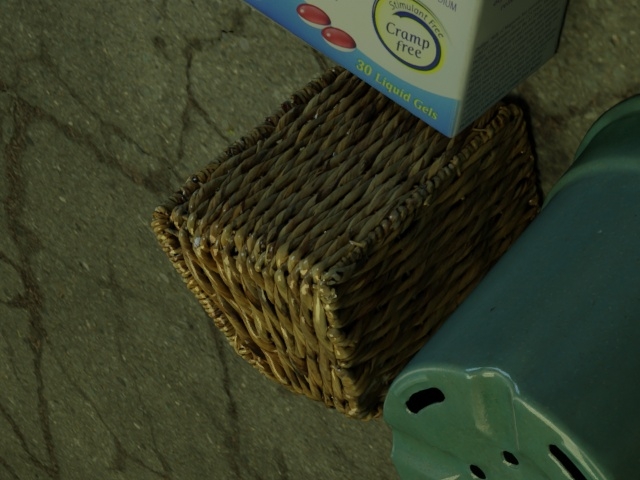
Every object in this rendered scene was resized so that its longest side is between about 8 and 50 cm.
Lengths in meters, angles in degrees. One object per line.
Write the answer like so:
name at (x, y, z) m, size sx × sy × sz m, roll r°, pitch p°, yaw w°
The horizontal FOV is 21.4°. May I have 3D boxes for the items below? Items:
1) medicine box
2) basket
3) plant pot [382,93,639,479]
medicine box at (0.068, -0.277, 1.364) m, size 0.263 × 0.149 × 0.289 m, roll 36°, pitch 147°, yaw 22°
basket at (0.034, 0.003, 1.566) m, size 0.223 × 0.299 × 0.213 m, roll 20°, pitch 139°, yaw 37°
plant pot at (0.249, 0.106, 1.368) m, size 0.341 × 0.334 × 0.341 m, roll 32°, pitch 144°, yaw 27°
